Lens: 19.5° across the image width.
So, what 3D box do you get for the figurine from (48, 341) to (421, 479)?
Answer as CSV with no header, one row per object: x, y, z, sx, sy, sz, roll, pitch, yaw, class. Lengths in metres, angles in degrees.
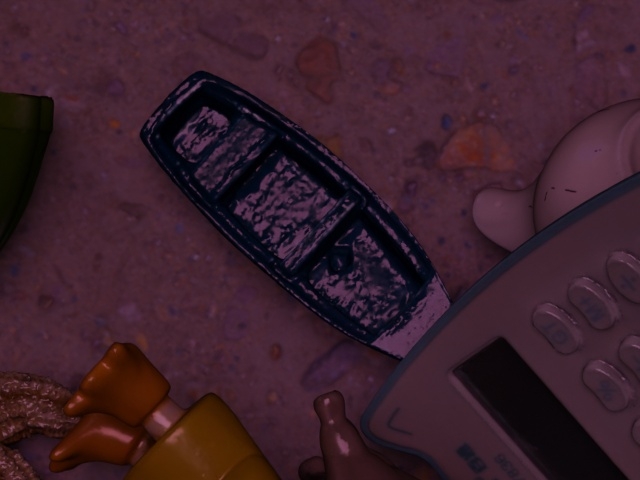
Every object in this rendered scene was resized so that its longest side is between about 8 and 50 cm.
-0.012,0.197,1.204,0.343,0.215,0.187,35,76,4,figurine

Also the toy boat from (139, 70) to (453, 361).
0.000,0.000,1.335,0.299,0.062,0.096,42,80,10,toy boat

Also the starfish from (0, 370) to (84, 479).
-0.272,0.144,1.306,0.216,0.071,0.238,-30,72,-12,starfish

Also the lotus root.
-0.280,-0.026,1.306,0.186,0.186,0.186,0,77,1,lotus root

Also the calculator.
0.222,0.088,1.193,0.256,0.054,0.386,48,124,-6,calculator

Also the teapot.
0.264,0.009,1.293,0.299,0.166,0.208,34,39,1,teapot
